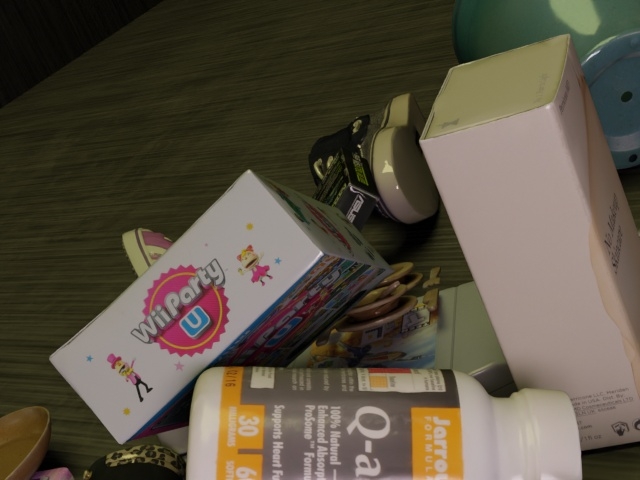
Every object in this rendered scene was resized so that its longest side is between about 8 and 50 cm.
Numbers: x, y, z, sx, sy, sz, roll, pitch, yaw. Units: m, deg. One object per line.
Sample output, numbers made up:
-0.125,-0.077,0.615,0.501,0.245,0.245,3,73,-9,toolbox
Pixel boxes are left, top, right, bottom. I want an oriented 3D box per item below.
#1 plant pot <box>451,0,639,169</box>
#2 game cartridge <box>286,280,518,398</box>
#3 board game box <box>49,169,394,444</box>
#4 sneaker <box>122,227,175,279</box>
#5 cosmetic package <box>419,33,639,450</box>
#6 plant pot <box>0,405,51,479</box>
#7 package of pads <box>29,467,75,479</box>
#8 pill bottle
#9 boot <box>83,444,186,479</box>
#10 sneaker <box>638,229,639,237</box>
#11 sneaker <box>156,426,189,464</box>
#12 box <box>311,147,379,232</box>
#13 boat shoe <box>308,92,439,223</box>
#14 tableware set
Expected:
0.326,-0.226,1.555,0.271,0.272,0.255,-24,36,1,plant pot
0.058,0.134,1.272,0.297,0.062,0.198,-18,19,16,game cartridge
-0.071,0.061,1.127,0.224,0.097,0.303,-43,-13,8,board game box
-0.150,0.044,1.635,0.161,0.102,0.282,-25,33,-11,sneaker
0.197,0.006,1.074,0.113,0.309,0.160,-13,25,23,cosmetic package
-0.385,0.269,1.401,0.236,0.032,0.236,-30,18,11,plant pot
-0.294,0.274,1.338,0.050,0.032,0.083,-13,25,26,package of pads
0.044,0.175,0.961,0.278,0.162,0.162,0,24,0,pill bottle
-0.227,0.280,1.194,0.236,0.085,0.178,-17,20,1,boot
0.289,0.038,1.217,0.223,0.083,0.098,-13,30,23,sneaker
-0.120,0.139,1.384,0.094,0.091,0.258,-18,23,14,sneaker
0.000,0.000,1.481,0.191,0.045,0.184,-61,12,13,box
0.061,-0.084,1.688,0.158,0.127,0.340,-25,13,16,boat shoe
0.058,0.051,1.340,0.128,0.039,0.194,-18,8,10,tableware set
